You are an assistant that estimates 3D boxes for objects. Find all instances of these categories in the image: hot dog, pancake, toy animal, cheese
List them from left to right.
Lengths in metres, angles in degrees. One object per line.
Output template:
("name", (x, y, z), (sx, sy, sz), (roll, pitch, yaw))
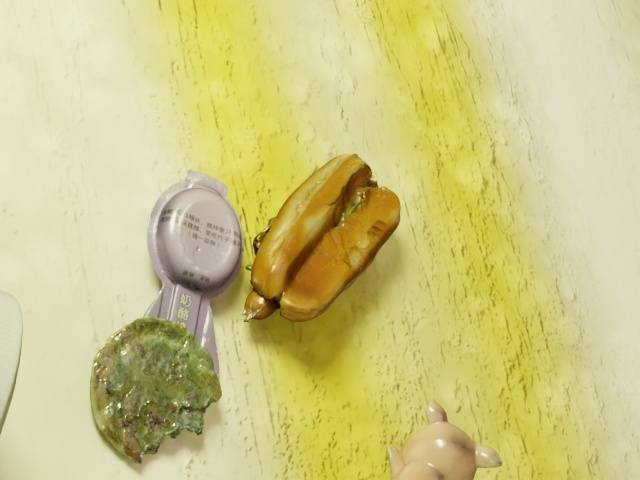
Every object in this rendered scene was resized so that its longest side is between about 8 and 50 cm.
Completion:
("pancake", (-0.144, 0.124, 1.131), (0.129, 0.022, 0.116), (-22, 89, -40))
("cheese", (-0.120, 0.024, 1.205), (0.105, 0.042, 0.191), (24, 62, -29))
("hot dog", (0.000, 0.000, 1.307), (0.109, 0.072, 0.269), (49, 43, -6))
("toy animal", (0.110, 0.235, 1.259), (0.083, 0.089, 0.150), (41, 55, -20))

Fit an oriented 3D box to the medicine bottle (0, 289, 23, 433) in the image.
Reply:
("medicine bottle", (-0.376, 0.060, 0.855), (0.332, 0.190, 0.190), (28, 50, -27))
